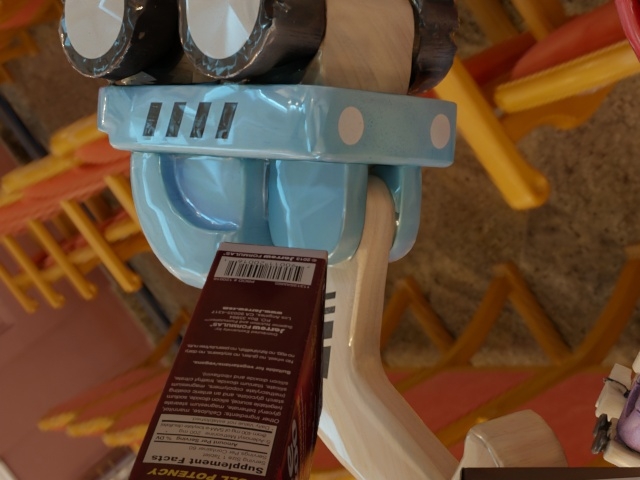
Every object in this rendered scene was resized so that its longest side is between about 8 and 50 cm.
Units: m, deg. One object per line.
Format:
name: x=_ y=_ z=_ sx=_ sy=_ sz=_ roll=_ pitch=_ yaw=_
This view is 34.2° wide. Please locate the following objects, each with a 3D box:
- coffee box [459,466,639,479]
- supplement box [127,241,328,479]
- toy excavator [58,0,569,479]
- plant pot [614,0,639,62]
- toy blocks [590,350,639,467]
coffee box: x=0.200 y=0.204 z=0.564 sx=0.246 sy=0.098 sz=0.141 roll=-2 pitch=116 yaw=9
supplement box: x=-0.044 y=0.117 z=0.573 sx=0.073 sy=0.239 sz=0.130 roll=5 pitch=122 yaw=5
toy excavator: x=0.000 y=0.000 z=0.808 sx=0.432 sy=0.222 sz=0.445 roll=8 pitch=98 yaw=41
plant pot: x=0.280 y=-0.165 z=0.551 sx=0.191 sy=0.174 sz=0.191 roll=39 pitch=144 yaw=36
toy blocks: x=0.441 y=0.095 z=0.920 sx=0.308 sy=0.288 sz=0.260 roll=24 pitch=113 yaw=7
